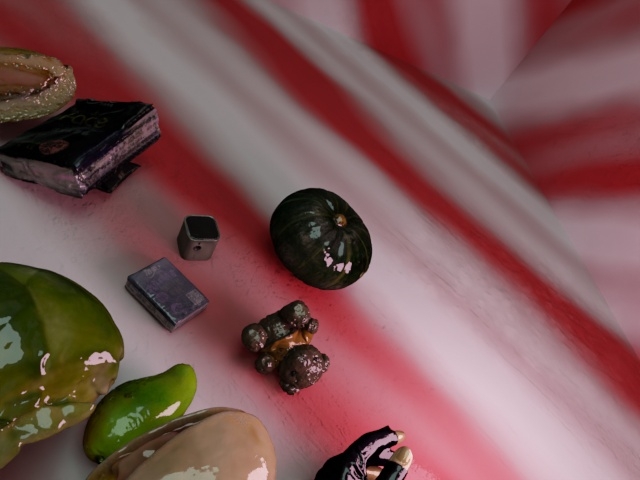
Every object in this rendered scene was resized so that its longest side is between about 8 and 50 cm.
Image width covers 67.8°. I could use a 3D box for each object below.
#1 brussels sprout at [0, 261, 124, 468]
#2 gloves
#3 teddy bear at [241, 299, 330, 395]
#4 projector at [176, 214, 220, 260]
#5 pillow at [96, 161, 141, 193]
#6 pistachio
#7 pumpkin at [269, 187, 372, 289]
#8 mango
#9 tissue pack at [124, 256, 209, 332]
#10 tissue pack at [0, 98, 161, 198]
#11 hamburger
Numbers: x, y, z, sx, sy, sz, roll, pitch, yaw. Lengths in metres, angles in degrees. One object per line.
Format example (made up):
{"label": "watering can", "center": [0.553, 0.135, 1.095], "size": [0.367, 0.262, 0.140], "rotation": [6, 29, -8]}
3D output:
{"label": "brussels sprout", "center": [-0.509, 0.197, 0.729], "size": [0.315, 0.276, 0.371], "rotation": [45, 47, -9]}
{"label": "gloves", "center": [0.079, 0.469, 0.913], "size": [0.301, 0.197, 0.152], "rotation": [-17, 73, -41]}
{"label": "teddy bear", "center": [-0.071, 0.248, 1.085], "size": [0.177, 0.140, 0.190], "rotation": [-32, 79, -19]}
{"label": "projector", "center": [-0.305, -0.007, 1.190], "size": [0.083, 0.082, 0.083], "rotation": [0, 52, -33]}
{"label": "pillow", "center": [-0.538, -0.172, 1.217], "size": [0.090, 0.048, 0.150], "rotation": [34, 37, -11]}
{"label": "pistachio", "center": [-0.210, 0.392, 0.759], "size": [0.308, 0.230, 0.230], "rotation": [-4, 54, -38]}
{"label": "pumpkin", "center": [0.000, 0.000, 1.303], "size": [0.300, 0.207, 0.300], "rotation": [32, 31, -22]}
{"label": "mango", "center": [-0.322, 0.304, 0.865], "size": [0.125, 0.111, 0.233], "rotation": [44, 40, 3]}
{"label": "tissue pack", "center": [-0.343, 0.118, 1.072], "size": [0.156, 0.051, 0.112], "rotation": [43, 39, 9]}
{"label": "tissue pack", "center": [-0.580, -0.248, 1.166], "size": [0.244, 0.123, 0.332], "rotation": [14, 41, 12]}
{"label": "hamburger", "center": [-0.782, -0.381, 1.146], "size": [0.329, 0.162, 0.209], "rotation": [-17, 30, -29]}
